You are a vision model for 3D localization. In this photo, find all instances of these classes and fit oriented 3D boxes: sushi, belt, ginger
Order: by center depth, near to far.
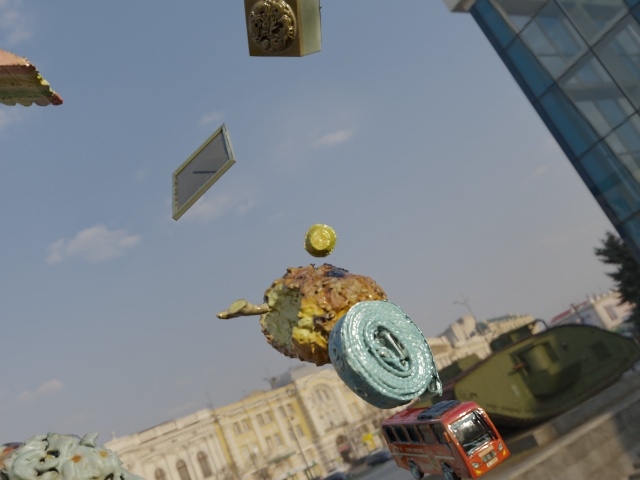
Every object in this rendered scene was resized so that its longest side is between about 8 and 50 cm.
[{"bbox_3d":[0.091,0.176,0.935,0.147,0.163,0.082,-5,-25,-22],"label":"belt"},{"bbox_3d":[-0.399,0.495,1.028,0.417,0.417,0.176,-46,2,46],"label":"sushi"},{"bbox_3d":[-0.141,0.122,1.104,0.097,0.030,0.048,-7,-22,-8],"label":"ginger"}]

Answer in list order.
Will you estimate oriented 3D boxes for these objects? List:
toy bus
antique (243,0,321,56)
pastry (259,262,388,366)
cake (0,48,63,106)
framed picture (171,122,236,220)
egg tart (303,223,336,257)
[{"bbox_3d":[0.073,0.125,0.382,0.031,0.043,0.110,-23,-10,-21],"label":"toy bus"},{"bbox_3d":[-0.090,-0.513,1.429,0.146,0.152,0.148,7,27,24],"label":"antique"},{"bbox_3d":[0.024,0.211,1.771,0.337,0.292,0.405,5,-4,-27],"label":"pastry"},{"bbox_3d":[-0.537,-0.259,0.981,0.090,0.225,0.109,-63,-20,-18],"label":"cake"},{"bbox_3d":[-0.264,-0.160,1.349,0.184,0.250,0.016,-43,-61,9],"label":"framed picture"},{"bbox_3d":[0.000,0.000,1.782,0.105,0.105,0.039,-25,-5,-3],"label":"egg tart"}]
